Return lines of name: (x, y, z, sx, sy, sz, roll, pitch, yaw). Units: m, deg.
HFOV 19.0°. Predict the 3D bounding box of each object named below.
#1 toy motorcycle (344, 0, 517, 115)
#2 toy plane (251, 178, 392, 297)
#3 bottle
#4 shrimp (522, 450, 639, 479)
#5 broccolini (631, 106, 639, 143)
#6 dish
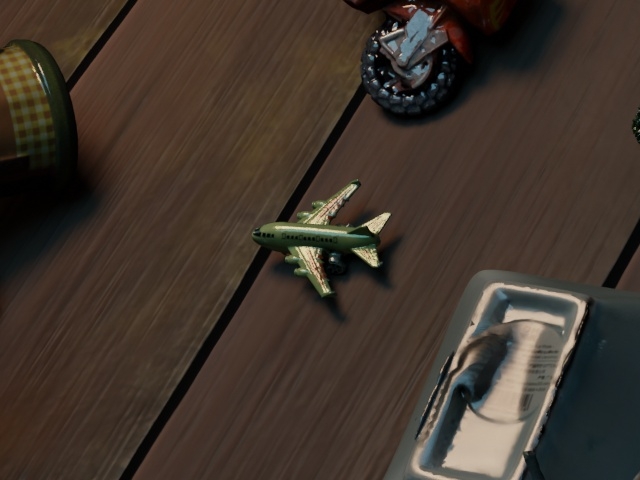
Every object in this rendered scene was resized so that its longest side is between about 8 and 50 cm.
toy motorcycle: (0.073, -0.253, 1.537, 0.171, 0.089, 0.298, -22, 79, 20)
toy plane: (0.000, 0.000, 1.462, 0.111, 0.040, 0.102, -2, 53, 26)
bottle: (-0.340, -0.080, 1.553, 0.271, 0.156, 0.143, -14, 28, -25)
shrimp: (0.171, 0.227, 1.140, 0.410, 0.166, 0.221, -36, 80, 15)
broccolini: (0.286, -0.065, 1.382, 0.140, 0.030, 0.035, 27, 79, 33)
dish: (0.133, 0.114, 1.285, 0.182, 0.080, 0.243, 9, 59, 32)
